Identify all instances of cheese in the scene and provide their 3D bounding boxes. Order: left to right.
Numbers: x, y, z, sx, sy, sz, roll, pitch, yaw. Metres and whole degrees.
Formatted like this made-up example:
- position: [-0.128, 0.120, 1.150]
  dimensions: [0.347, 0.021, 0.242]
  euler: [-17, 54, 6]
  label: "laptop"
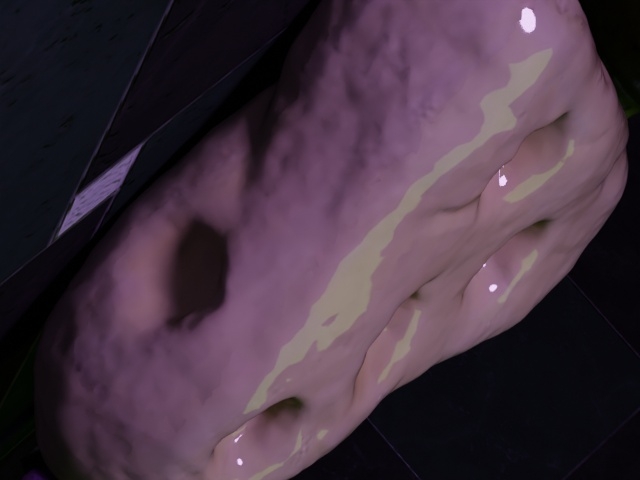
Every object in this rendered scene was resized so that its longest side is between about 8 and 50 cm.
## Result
- position: [0.032, 0.011, 0.972]
  dimensions: [0.351, 0.129, 0.328]
  euler: [-50, 156, 9]
  label: "cheese"

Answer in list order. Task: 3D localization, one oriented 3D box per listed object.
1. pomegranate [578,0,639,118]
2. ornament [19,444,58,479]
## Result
- position: [0.250, -0.147, 1.197]
  dimensions: [0.306, 0.242, 0.242]
  euler: [-59, 175, 0]
  label: "pomegranate"
- position: [-0.155, 0.137, 1.168]
  dimensions: [0.203, 0.088, 0.081]
  euler: [-45, 177, -28]
  label: "ornament"
